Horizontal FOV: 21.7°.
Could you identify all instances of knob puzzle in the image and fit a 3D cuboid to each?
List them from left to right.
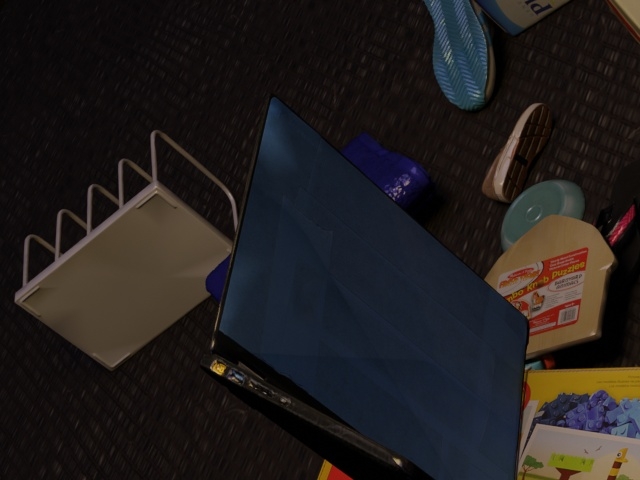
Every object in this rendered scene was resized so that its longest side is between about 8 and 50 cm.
[{"bbox_3d":[0.249,0.053,1.839,0.213,0.030,0.213,-32,35,25],"label":"knob puzzle"}]

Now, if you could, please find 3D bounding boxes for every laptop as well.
[{"bbox_3d":[0.122,0.112,1.311,0.236,0.382,0.408,-57,34,-9],"label":"laptop"}]

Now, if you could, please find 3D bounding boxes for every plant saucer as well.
[{"bbox_3d":[0.256,-0.027,1.967,0.119,0.021,0.119,-30,39,28],"label":"plant saucer"}]

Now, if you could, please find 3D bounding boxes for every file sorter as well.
[{"bbox_3d":[-0.271,0.010,2.396,0.277,0.193,0.173,-37,33,19],"label":"file sorter"}]

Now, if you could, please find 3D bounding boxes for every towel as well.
[{"bbox_3d":[0.000,0.000,2.160,0.308,0.076,0.227,-42,23,-3],"label":"towel"}]

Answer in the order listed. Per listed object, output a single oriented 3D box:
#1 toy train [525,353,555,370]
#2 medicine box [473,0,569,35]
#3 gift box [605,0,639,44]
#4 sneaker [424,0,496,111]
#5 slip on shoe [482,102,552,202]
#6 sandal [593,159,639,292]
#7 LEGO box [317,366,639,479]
[{"bbox_3d":[0.178,0.169,1.810,0.166,0.046,0.125,-19,1,36],"label":"toy train"},{"bbox_3d":[0.312,-0.462,2.206,0.289,0.149,0.263,-32,38,26],"label":"medicine box"},{"bbox_3d":[0.436,-0.204,1.549,0.255,0.258,0.276,-40,-9,15],"label":"gift box"},{"bbox_3d":[0.197,-0.272,2.221,0.087,0.092,0.229,-24,61,31],"label":"sneaker"},{"bbox_3d":[0.239,-0.109,2.043,0.041,0.051,0.135,10,73,50],"label":"slip on shoe"},{"bbox_3d":[0.329,-0.021,1.858,0.067,0.040,0.179,-13,48,42],"label":"sandal"},{"bbox_3d":[0.205,0.321,1.536,0.500,0.193,0.372,-7,53,46],"label":"LEGO box"}]
